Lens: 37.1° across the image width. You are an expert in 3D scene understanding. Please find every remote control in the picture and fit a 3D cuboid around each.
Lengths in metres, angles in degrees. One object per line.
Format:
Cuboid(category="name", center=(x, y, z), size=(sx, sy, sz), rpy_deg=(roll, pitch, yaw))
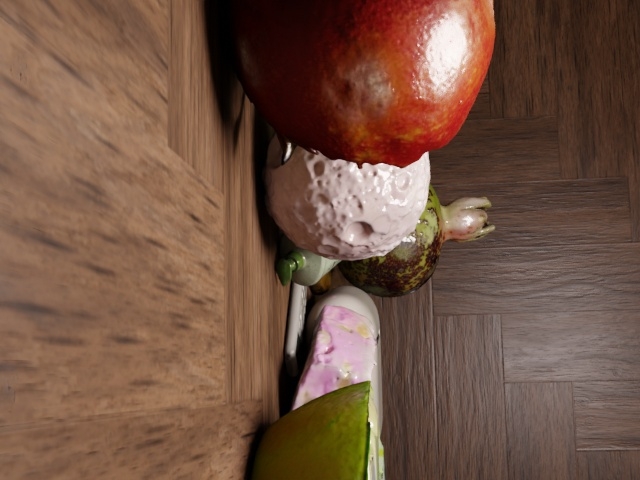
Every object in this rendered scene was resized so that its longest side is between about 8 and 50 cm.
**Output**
Cuboid(category="remote control", center=(-0.037, 0.121, 1.667), size=(0.261, 0.029, 0.067), rpy_deg=(-85, 171, -47))

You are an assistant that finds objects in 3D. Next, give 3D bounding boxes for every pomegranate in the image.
Cuboid(category="pomegranate", center=(0.195, -0.025, 1.993), size=(0.285, 0.340, 0.285), rpy_deg=(-4, 90, -89))

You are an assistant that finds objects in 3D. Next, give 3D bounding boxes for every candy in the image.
Cuboid(category="candy", center=(0.023, 0.229, 1.610), size=(0.265, 0.115, 0.156), rpy_deg=(-72, 179, -71))

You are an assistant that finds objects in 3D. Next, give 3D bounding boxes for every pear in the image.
Cuboid(category="pear", center=(-0.002, 0.379, 1.283), size=(0.399, 0.165, 0.399), rpy_deg=(-2, 90, -84))

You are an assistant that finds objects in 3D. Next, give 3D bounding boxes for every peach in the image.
Cuboid(category="peach", center=(0.048, -0.299, 1.193), size=(0.310, 0.334, 0.406), rpy_deg=(87, 4, -46))

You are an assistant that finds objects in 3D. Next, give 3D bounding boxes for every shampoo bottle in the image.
Cuboid(category="shampoo bottle", center=(0.000, 0.000, 1.590), size=(0.234, 0.087, 0.118), rpy_deg=(-38, 140, -49))

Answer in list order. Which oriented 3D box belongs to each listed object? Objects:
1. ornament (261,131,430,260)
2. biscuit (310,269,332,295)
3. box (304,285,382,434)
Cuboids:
Cuboid(category="ornament", center=(0.031, -0.101, 1.418), size=(0.259, 0.225, 0.260), rpy_deg=(-32, -131, 47))
Cuboid(category="biscuit", center=(-0.003, -0.062, 1.978), size=(0.359, 0.046, 0.360), rpy_deg=(-3, 90, -83))
Cuboid(category="box", center=(0.050, 0.271, 1.893), size=(0.288, 0.141, 0.349), rpy_deg=(-27, 115, -82))
